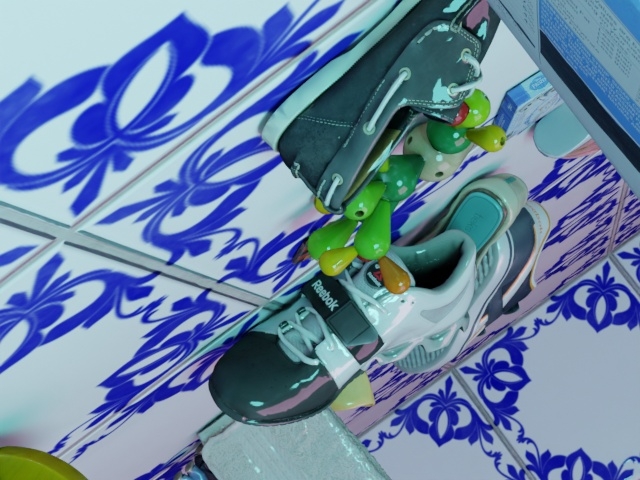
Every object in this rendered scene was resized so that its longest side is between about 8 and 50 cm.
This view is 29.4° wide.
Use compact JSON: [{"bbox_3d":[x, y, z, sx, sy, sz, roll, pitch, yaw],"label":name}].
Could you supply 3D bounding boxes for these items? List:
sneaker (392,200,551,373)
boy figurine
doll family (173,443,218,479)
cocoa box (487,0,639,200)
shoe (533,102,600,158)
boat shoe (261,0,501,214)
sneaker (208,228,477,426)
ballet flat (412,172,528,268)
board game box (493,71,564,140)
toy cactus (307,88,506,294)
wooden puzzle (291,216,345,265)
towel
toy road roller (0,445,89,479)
[{"bbox_3d":[0.190,0.063,1.570,0.127,0.126,0.321,-19,158,-35],"label":"sneaker"},{"bbox_3d":[-0.044,0.274,1.805,0.285,0.092,0.177,-34,165,6],"label":"boy figurine"},{"bbox_3d":[-0.112,0.320,1.698,0.193,0.111,0.076,-37,-162,18],"label":"doll family"},{"bbox_3d":[0.230,-0.200,0.505,0.347,0.231,0.228,-37,166,4],"label":"cocoa box"},{"bbox_3d":[0.308,-0.145,1.286,0.178,0.063,0.081,-34,169,17],"label":"shoe"},{"bbox_3d":[0.072,-0.111,0.767,0.233,0.079,0.084,-41,164,16],"label":"boat shoe"},{"bbox_3d":[0.028,0.072,1.266,0.330,0.122,0.146,-25,145,-30],"label":"sneaker"},{"bbox_3d":[0.156,0.006,1.407,0.086,0.086,0.248,-23,161,-43],"label":"ballet flat"},{"bbox_3d":[0.206,-0.136,1.142,0.090,0.020,0.090,-32,166,-12],"label":"board game box"},{"bbox_3d":[0.080,-0.054,0.973,0.180,0.112,0.219,-35,163,-50],"label":"toy cactus"},{"bbox_3d":[0.000,0.000,1.128,0.049,0.006,0.083,-28,165,-29],"label":"wooden puzzle"},{"bbox_3d":[-0.018,0.319,1.617,0.187,0.282,0.049,-40,-177,15],"label":"towel"},{"bbox_3d":[-0.304,0.324,1.018,0.329,0.202,0.240,-50,179,4],"label":"toy road roller"}]
